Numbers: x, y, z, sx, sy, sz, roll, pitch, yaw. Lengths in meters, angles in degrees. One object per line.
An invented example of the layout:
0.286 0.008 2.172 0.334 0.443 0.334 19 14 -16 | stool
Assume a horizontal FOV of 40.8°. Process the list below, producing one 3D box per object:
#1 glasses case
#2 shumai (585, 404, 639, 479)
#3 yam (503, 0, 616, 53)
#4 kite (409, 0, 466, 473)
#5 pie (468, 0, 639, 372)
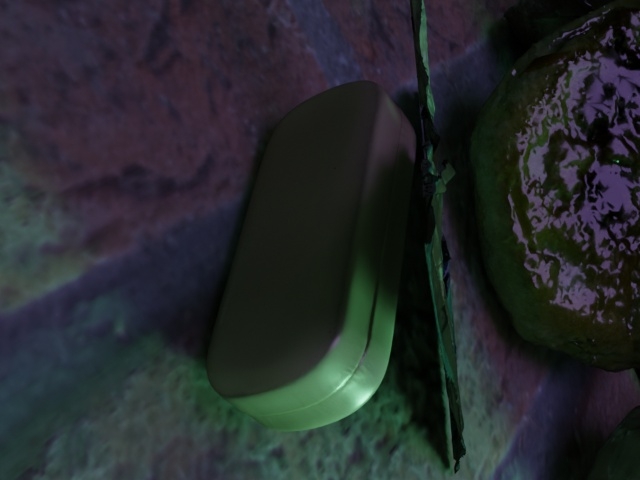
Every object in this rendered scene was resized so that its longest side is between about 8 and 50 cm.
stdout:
0.000 0.000 0.434 0.050 0.083 0.196 44 43 -34 | glasses case
0.305 0.216 0.701 0.261 0.222 0.225 10 91 -18 | shumai
0.337 -0.137 0.848 0.348 0.241 0.241 60 36 -9 | yam
0.066 -0.027 0.484 0.406 0.014 0.368 -72 155 -71 | kite
0.262 -0.043 0.682 0.323 0.070 0.323 0 91 -17 | pie
